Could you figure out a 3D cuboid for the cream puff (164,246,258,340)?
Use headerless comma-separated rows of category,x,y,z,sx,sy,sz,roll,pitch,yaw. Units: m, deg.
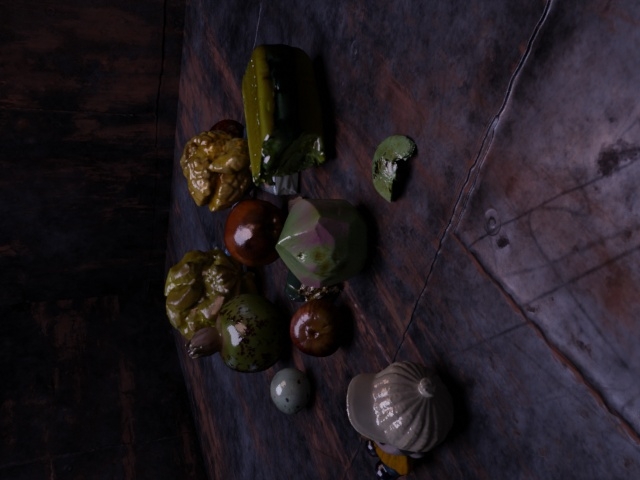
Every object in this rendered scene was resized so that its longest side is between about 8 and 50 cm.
cream puff,-0.406,0.185,2.277,0.275,0.377,0.379,121,140,-62

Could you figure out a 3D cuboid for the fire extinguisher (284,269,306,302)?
fire extinguisher,-0.036,0.040,1.742,0.118,0.093,0.295,-53,-20,-56

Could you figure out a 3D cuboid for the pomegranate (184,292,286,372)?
pomegranate,-0.289,0.329,2.045,0.285,0.340,0.285,172,90,-65

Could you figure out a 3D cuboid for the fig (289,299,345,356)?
fig,0.000,0.248,1.643,0.202,0.148,0.150,55,-132,-56

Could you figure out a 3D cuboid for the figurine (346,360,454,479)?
figurine,0.177,0.380,1.260,0.332,0.204,0.185,70,176,-53

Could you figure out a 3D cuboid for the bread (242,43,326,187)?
bread,-0.106,-0.361,1.697,0.251,0.208,0.377,-40,57,58

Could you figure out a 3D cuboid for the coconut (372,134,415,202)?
coconut,0.148,-0.163,1.341,0.133,0.055,0.158,-131,45,-52

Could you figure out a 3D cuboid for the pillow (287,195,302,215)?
pillow,-0.069,-0.029,1.878,0.135,0.034,0.211,172,93,-66

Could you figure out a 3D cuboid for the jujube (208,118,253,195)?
jujube,-0.342,-0.300,2.252,0.223,0.222,0.318,121,149,-52

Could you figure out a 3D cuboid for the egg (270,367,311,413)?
egg,-0.095,0.474,1.888,0.131,0.131,0.164,-118,27,-44

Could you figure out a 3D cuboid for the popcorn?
popcorn,-0.324,-0.226,1.933,0.332,0.225,0.265,-1,73,53

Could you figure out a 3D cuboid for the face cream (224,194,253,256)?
face cream,-0.321,-0.031,2.389,0.163,0.080,0.337,65,149,28

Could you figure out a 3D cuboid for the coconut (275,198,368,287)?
coconut,0.000,0.000,1.478,0.205,0.235,0.236,67,150,31

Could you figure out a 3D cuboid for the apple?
apple,-0.201,-0.024,1.952,0.230,0.229,0.230,177,90,-66

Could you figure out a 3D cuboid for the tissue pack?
tissue pack,-0.167,-0.278,1.984,0.315,0.103,0.228,-156,68,-63

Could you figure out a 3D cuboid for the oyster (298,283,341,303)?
oyster,-0.010,0.146,1.682,0.177,0.105,0.056,-46,23,59
